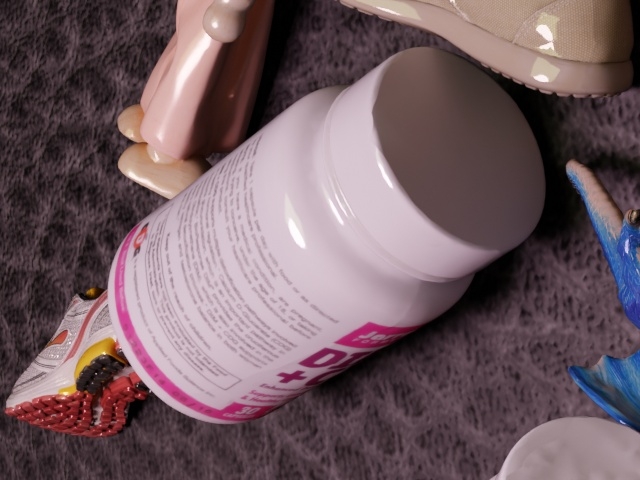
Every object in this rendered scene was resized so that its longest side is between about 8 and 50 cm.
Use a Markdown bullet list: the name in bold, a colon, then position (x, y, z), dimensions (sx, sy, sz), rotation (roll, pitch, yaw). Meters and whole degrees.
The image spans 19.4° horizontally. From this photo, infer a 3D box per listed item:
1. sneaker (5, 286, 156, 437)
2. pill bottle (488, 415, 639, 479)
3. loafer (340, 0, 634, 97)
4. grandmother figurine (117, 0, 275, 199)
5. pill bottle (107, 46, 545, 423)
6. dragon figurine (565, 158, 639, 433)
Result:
- **sneaker**: position (-0.175, 0.093, 1.482), dimensions (0.225, 0.088, 0.092), rotation (-33, 45, 46)
- **pill bottle**: position (0.122, 0.194, 1.019), dimensions (0.121, 0.121, 0.221), rotation (62, 155, 30)
- **loafer**: position (0.089, -0.168, 1.134), dimensions (0.268, 0.102, 0.092), rotation (30, 112, 36)
- **grandmother figurine**: position (-0.052, -0.205, 1.292), dimensions (0.208, 0.104, 0.342), rotation (-113, 39, -52)
- **pill bottle**: position (0.000, 0.000, 1.189), dimensions (0.283, 0.160, 0.160), rotation (-34, 65, 46)
- **dragon figurine**: position (0.196, 0.060, 1.009), dimensions (0.289, 0.085, 0.144), rotation (34, 116, 44)
